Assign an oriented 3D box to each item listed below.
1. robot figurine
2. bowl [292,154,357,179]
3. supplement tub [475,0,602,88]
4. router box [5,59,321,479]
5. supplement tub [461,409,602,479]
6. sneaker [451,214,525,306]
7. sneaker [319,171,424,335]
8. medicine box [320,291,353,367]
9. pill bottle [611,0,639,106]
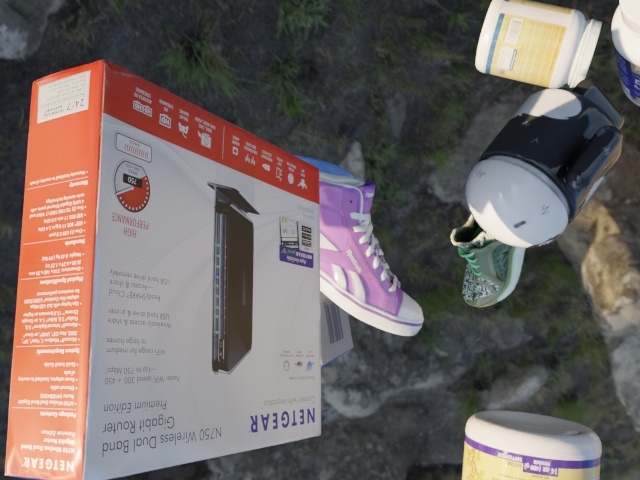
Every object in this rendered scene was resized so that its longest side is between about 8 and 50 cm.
[{"bbox_3d":[0.348,-0.116,1.037,0.278,0.173,0.209,-50,155,-15],"label":"robot figurine"},{"bbox_3d":[-0.111,-0.083,1.293,0.390,0.077,0.391,1,169,0],"label":"bowl"},{"bbox_3d":[0.404,-0.367,1.256,0.199,0.144,0.144,18,139,15],"label":"supplement tub"},{"bbox_3d":[-0.112,0.042,0.624,0.082,0.302,0.335,-6,169,28],"label":"router box"},{"bbox_3d":[0.371,0.494,1.213,0.240,0.332,0.241,5,176,0],"label":"supplement tub"},{"bbox_3d":[0.360,-0.001,1.502,0.181,0.158,0.411,-4,136,-16],"label":"sneaker"},{"bbox_3d":[0.060,0.009,0.954,0.282,0.102,0.161,36,105,-6],"label":"sneaker"},{"bbox_3d":[-0.110,0.181,1.338,0.289,0.149,0.263,-11,176,15],"label":"medicine box"},{"bbox_3d":[0.406,-0.241,0.793,0.112,0.112,0.186,-37,150,14],"label":"pill bottle"}]
